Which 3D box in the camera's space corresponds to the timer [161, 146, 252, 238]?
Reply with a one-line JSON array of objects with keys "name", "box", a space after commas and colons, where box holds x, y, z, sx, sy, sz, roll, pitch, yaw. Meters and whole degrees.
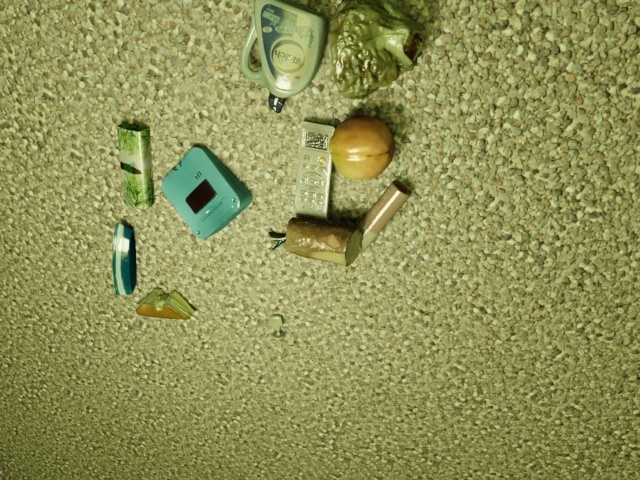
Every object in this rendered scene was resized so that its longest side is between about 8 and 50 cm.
[{"name": "timer", "box": [-0.381, -0.160, 1.491, 0.231, 0.091, 0.250, -36, 95, 28]}]

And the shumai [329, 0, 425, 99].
[{"name": "shumai", "box": [0.146, -0.479, 1.109, 0.217, 0.189, 0.256, 2, 125, 14]}]

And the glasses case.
[{"name": "glasses case", "box": [-0.612, -0.242, 1.488, 0.095, 0.062, 0.273, 11, 120, 6]}]

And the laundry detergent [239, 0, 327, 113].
[{"name": "laundry detergent", "box": [-0.110, -0.488, 1.211, 0.214, 0.105, 0.281, 22, 123, 0]}]

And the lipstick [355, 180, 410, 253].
[{"name": "lipstick", "box": [0.176, -0.068, 1.400, 0.070, 0.070, 0.255, 33, 121, -6]}]

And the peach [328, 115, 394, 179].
[{"name": "peach", "box": [0.118, -0.256, 1.251, 0.184, 0.184, 0.184, 6, 120, 10]}]

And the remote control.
[{"name": "remote control", "box": [-0.014, -0.204, 1.381, 0.109, 0.055, 0.313, 15, 118, 17]}]

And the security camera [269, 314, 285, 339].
[{"name": "security camera", "box": [-0.163, 0.325, 1.718, 0.058, 0.058, 0.092, 3, 107, 11]}]

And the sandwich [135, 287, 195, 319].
[{"name": "sandwich", "box": [-0.612, 0.248, 1.747, 0.244, 0.090, 0.089, 6, 123, 9]}]

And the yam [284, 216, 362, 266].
[{"name": "yam", "box": [0.001, -0.001, 1.394, 0.238, 0.128, 0.130, 13, 112, 21]}]

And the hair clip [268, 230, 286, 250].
[{"name": "hair clip", "box": [-0.061, -0.008, 1.507, 0.229, 0.039, 0.070, -6, 116, 14]}]

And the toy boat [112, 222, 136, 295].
[{"name": "toy boat", "box": [-0.729, 0.070, 1.674, 0.061, 0.096, 0.300, 8, 119, -4]}]
